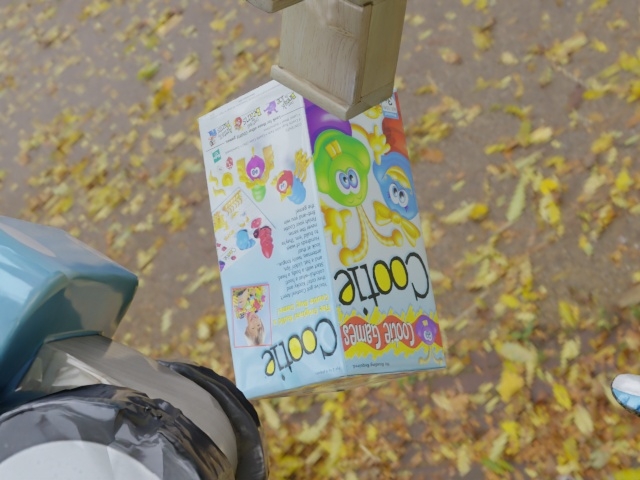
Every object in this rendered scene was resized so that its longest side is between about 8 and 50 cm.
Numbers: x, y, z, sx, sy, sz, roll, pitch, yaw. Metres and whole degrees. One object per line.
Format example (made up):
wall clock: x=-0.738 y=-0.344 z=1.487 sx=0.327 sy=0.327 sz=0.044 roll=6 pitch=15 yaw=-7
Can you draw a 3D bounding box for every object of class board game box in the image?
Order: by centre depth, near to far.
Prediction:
board game box: x=0.000 y=0.000 z=1.073 sx=0.144 sy=0.142 sz=0.275 roll=-19 pitch=75 yaw=42

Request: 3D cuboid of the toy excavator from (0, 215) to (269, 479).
toy excavator: x=-0.222 y=0.019 z=0.482 sx=0.432 sy=0.445 sz=0.222 roll=-60 pitch=-2 yaw=-1

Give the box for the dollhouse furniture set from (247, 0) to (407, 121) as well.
dollhouse furniture set: x=0.030 y=-0.087 z=0.342 sx=0.161 sy=0.181 sz=0.101 roll=34 pitch=46 yaw=30

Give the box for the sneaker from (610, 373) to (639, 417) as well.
sneaker: x=0.300 y=0.105 z=0.809 sx=0.191 sy=0.071 sz=0.082 roll=6 pitch=79 yaw=40
